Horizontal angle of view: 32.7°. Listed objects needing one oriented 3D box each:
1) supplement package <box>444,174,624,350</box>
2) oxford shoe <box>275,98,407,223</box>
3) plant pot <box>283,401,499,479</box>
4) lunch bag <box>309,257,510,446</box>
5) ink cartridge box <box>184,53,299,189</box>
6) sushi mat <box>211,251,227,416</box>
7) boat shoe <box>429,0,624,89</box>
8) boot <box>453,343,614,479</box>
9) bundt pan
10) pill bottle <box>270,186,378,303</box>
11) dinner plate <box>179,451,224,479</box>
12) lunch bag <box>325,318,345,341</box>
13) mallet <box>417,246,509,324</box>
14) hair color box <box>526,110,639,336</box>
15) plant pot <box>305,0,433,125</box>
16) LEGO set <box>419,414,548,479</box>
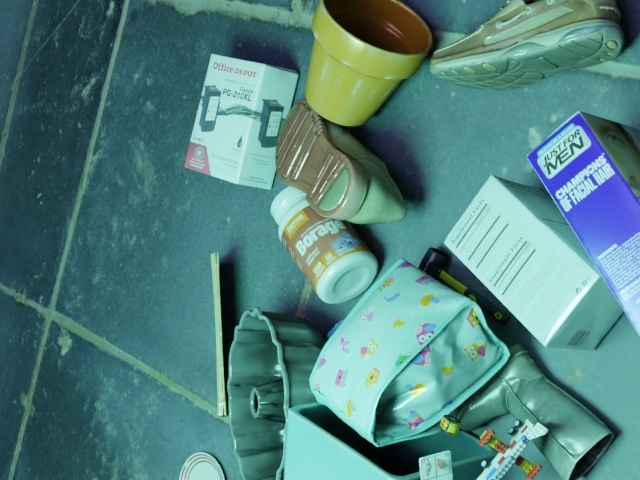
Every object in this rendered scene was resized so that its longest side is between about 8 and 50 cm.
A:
[{"bbox_3d":[0.328,0.033,1.616,0.244,0.139,0.133,50,116,37],"label":"supplement package"},{"bbox_3d":[0.027,-0.129,1.935,0.140,0.147,0.397,-60,30,20],"label":"oxford shoe"},{"bbox_3d":[0.090,0.411,1.727,0.248,0.247,0.252,26,110,43],"label":"plant pot"},{"bbox_3d":[0.122,0.187,1.689,0.262,0.160,0.223,-44,31,-8],"label":"lunch bag"},{"bbox_3d":[-0.156,-0.236,2.139,0.172,0.100,0.237,19,97,43],"label":"ink cartridge box"},{"bbox_3d":[-0.197,0.185,2.116,0.151,0.019,0.316,107,159,-77],"label":"sushi mat"},{"bbox_3d":[0.319,-0.317,1.699,0.325,0.123,0.116,-8,72,36],"label":"boat shoe"},{"bbox_3d":[0.316,0.284,1.647,0.208,0.076,0.189,49,119,29],"label":"boot"},{"bbox_3d":[-0.059,0.279,1.906,0.331,0.124,0.330,179,90,-69],"label":"bundt pan"},{"bbox_3d":[0.000,0.000,1.943,0.121,0.121,0.216,-54,52,24],"label":"pill bottle"},{"bbox_3d":[-0.232,0.492,2.166,0.141,0.017,0.141,-9,78,43],"label":"dinner plate"},{"bbox_3d":[0.057,0.171,1.881,0.067,0.098,0.065,-47,52,35],"label":"lunch bag"},{"bbox_3d":[0.228,0.088,1.777,0.189,0.039,0.062,45,113,33],"label":"mallet"},{"bbox_3d":[0.440,-0.006,1.472,0.110,0.185,0.338,-44,60,30],"label":"hair color box"},{"bbox_3d":[0.063,-0.309,1.892,0.205,0.205,0.188,57,137,32],"label":"plant pot"},{"bbox_3d":[0.237,0.356,1.571,0.060,0.183,0.244,-136,37,-66],"label":"LEGO set"}]
